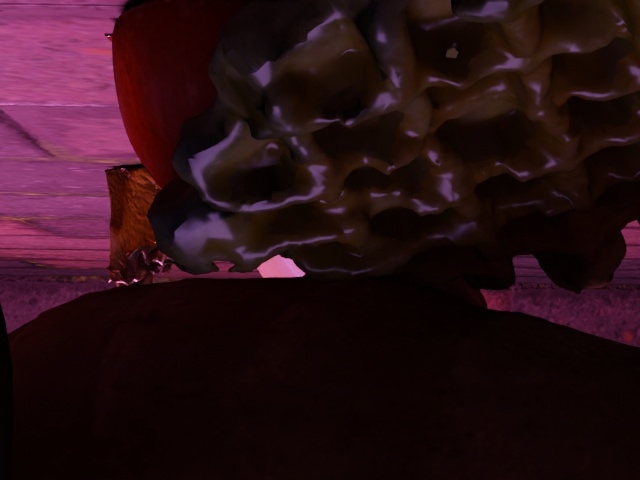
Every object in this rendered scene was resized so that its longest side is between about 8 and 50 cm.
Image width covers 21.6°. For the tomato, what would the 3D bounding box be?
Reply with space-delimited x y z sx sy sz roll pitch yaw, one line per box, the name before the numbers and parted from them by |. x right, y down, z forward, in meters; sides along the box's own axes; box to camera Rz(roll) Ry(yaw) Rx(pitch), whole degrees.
tomato | 0.028 -0.045 0.659 0.225 0.085 0.225 -2 176 0

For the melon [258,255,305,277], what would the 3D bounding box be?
melon | 0.002 0.005 1.217 0.093 0.139 0.202 24 -171 25

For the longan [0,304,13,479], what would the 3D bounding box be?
longan | -0.230 0.046 0.437 0.319 0.318 0.319 1 176 0

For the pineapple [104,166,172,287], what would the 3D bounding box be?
pineapple | -0.122 -0.008 1.165 0.077 0.114 0.114 21 167 -14

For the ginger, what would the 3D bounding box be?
ginger | 0.035 0.090 0.605 0.376 0.166 0.236 12 -175 8

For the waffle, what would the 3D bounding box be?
waffle | 0.068 -0.048 0.491 0.223 0.054 0.204 4 152 -32
